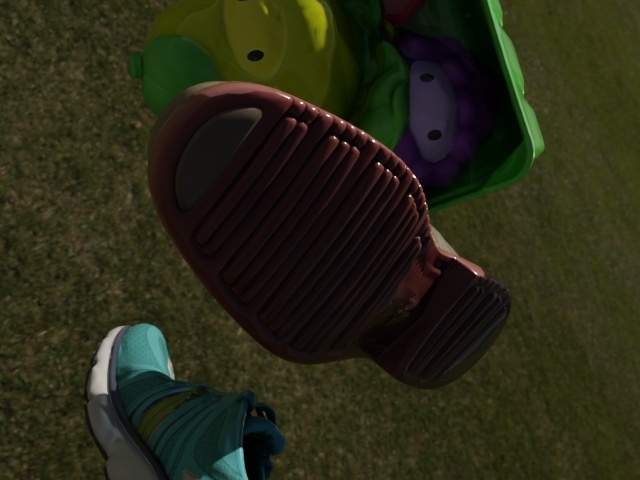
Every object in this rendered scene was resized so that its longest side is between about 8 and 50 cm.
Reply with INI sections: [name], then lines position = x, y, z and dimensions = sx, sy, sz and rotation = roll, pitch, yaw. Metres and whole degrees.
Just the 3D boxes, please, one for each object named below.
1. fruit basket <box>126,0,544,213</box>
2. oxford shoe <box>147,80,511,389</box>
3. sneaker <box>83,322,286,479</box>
[fruit basket]
position = 0.023, -0.190, 0.763
dimensions = 0.392, 0.283, 0.392
rotation = 29, 51, -44
[oxford shoe]
position = 0.000, 0.000, 0.493
dimensions = 0.130, 0.123, 0.348
rotation = 43, 2, 37
[sneaker]
position = -0.079, 0.139, 0.517
dimensions = 0.275, 0.110, 0.107
rotation = 47, -17, 54
